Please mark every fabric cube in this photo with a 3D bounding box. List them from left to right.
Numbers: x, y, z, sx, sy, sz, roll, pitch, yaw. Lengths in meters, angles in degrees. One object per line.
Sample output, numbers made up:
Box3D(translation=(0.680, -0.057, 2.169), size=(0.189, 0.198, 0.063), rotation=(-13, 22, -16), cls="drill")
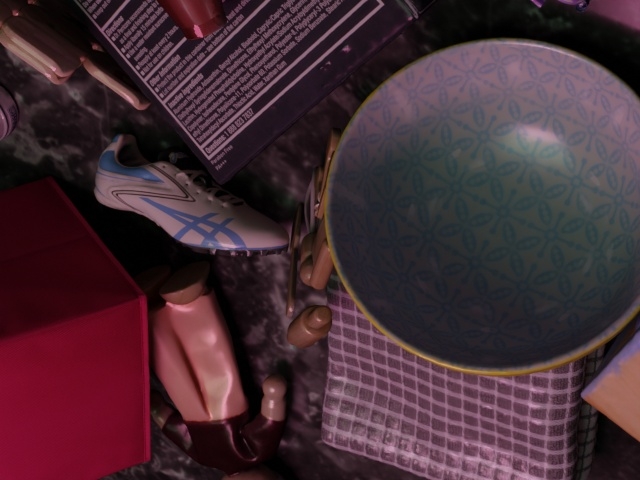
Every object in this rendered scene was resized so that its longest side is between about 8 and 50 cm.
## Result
Box3D(translation=(-0.357, 0.122, 1.636), size=(0.259, 0.258, 0.254), rotation=(45, 144, 42), cls="fabric cube")

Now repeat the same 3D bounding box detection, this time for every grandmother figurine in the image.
Box3D(translation=(-0.123, 0.194, 1.701), size=(0.208, 0.104, 0.342), rotation=(-2, 117, 45), cls="grandmother figurine")

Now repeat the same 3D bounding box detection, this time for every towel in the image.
Box3D(translation=(0.129, 0.124, 1.460), size=(0.283, 0.121, 0.235), rotation=(15, 128, 25), cls="towel")

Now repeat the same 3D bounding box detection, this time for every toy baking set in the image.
Box3D(translation=(-0.001, 0.006, 1.407), size=(0.030, 0.197, 0.256), rotation=(11, 163, -7), cls="toy baking set")

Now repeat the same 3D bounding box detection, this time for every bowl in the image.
Box3D(translation=(0.159, -0.014, 1.288), size=(0.289, 0.289, 0.156), rotation=(25, 173, 17), cls="bowl")

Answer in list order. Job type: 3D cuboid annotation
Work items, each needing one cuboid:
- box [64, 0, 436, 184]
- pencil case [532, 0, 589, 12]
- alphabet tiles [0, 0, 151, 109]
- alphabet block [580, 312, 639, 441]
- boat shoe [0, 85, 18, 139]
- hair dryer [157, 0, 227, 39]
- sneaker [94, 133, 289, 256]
Box3D(translation=(-0.058, -0.260, 1.266), size=(0.294, 0.183, 0.296), rotation=(49, 135, -5), cls="box")
Box3D(translation=(0.222, -0.268, 1.137), size=(0.086, 0.088, 0.206), rotation=(39, 134, 2), cls="pencil case")
Box3D(translation=(-0.262, -0.218, 1.373), size=(0.278, 0.284, 0.021), rotation=(35, 106, -9), cls="alphabet tiles")
Box3D(translation=(0.367, 0.087, 1.222), size=(0.197, 0.192, 0.193), rotation=(38, 136, 7), cls="alphabet block")
Box3D(translation=(-0.463, -0.175, 1.674), size=(0.258, 0.084, 0.095), rotation=(24, 132, 18), cls="boat shoe")
Box3D(translation=(-0.176, -0.274, 1.183), size=(0.293, 0.080, 0.223), rotation=(45, 152, 9), cls="hair dryer")
Box3D(translation=(-0.134, -0.044, 1.542), size=(0.237, 0.085, 0.086), rotation=(23, 107, 25), cls="sneaker")
